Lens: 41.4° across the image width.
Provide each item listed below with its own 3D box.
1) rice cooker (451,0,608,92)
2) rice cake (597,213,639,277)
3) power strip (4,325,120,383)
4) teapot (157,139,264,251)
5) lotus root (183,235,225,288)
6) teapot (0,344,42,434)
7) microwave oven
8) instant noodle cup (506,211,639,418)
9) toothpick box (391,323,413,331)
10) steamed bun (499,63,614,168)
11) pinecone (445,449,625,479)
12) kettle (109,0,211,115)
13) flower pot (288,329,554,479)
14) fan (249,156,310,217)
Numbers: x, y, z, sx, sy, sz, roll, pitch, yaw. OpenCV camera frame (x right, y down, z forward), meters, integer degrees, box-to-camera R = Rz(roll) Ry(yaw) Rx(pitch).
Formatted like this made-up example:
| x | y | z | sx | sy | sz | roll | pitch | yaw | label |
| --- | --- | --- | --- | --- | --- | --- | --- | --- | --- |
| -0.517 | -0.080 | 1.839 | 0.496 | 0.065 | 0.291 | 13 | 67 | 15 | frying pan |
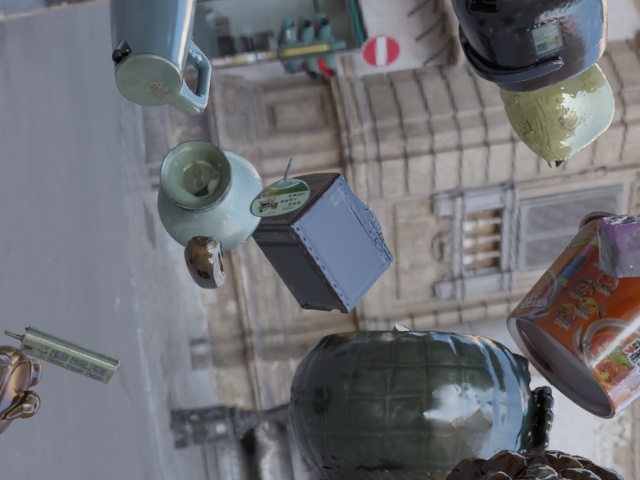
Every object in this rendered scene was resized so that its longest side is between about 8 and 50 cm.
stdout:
| x | y | z | sx | sy | sz | roll | pitch | yaw | label |
| --- | --- | --- | --- | --- | --- | --- | --- | --- | --- |
| 0.342 | -0.396 | 1.402 | 0.224 | 0.267 | 0.267 | 54 | 18 | -47 | rice cooker |
| 0.458 | -0.012 | 0.833 | 0.056 | 0.365 | 0.072 | -35 | 113 | -58 | rice cake |
| -0.589 | 0.256 | 1.928 | 0.092 | 0.268 | 0.034 | -49 | -158 | 47 | power strip |
| -0.184 | -0.080 | 1.355 | 0.251 | 0.184 | 0.183 | 89 | -9 | -81 | teapot |
| -0.117 | 0.024 | 0.839 | 0.083 | 0.038 | 0.030 | 93 | 13 | -60 | lotus root |
| -0.334 | 0.163 | 0.900 | 0.129 | 0.078 | 0.098 | -79 | -174 | -78 | teapot |
| 0.000 | 0.001 | 1.712 | 0.178 | 0.188 | 0.247 | -2 | -50 | 50 | microwave oven |
| 0.398 | 0.114 | 1.185 | 0.250 | 0.192 | 0.250 | 46 | -10 | 10 | instant noodle cup |
| 0.155 | 0.218 | 1.726 | 0.083 | 0.052 | 0.052 | -62 | -164 | 16 | toothpick box |
| 0.564 | -0.327 | 1.993 | 0.272 | 0.232 | 0.166 | 62 | -26 | 3 | steamed bun |
| 0.154 | 0.225 | 0.562 | 0.186 | 0.212 | 0.168 | 31 | -72 | 33 | pinecone |
| -0.287 | -0.347 | 1.534 | 0.211 | 0.160 | 0.243 | 35 | 36 | -41 | kettle |
| 0.115 | 0.223 | 0.973 | 0.302 | 0.302 | 0.213 | 98 | -5 | -75 | flower pot |
| -0.041 | -0.044 | 0.788 | 0.003 | 0.060 | 0.080 | 63 | 1 | 30 | fan |
